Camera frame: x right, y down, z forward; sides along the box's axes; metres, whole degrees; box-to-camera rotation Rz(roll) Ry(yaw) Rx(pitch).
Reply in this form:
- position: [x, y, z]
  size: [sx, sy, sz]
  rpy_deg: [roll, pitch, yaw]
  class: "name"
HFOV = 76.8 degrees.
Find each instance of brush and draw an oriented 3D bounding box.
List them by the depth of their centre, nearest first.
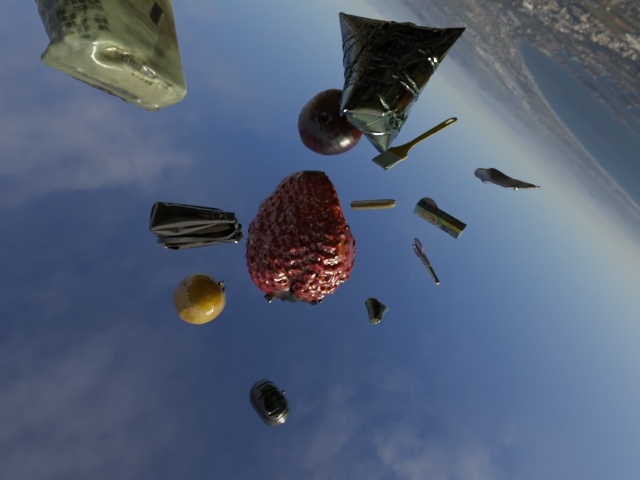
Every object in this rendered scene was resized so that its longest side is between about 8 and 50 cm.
- position: [0.216, -0.222, 0.902]
  size: [0.011, 0.205, 0.083]
  rpy_deg: [58, -179, -29]
  class: "brush"

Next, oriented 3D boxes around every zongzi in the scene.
- position: [0.136, -0.484, 1.123]
  size: [0.362, 0.383, 0.319]
  rpy_deg: [33, -178, 23]
  class: "zongzi"
- position: [0.215, 0.264, 1.435]
  size: [0.113, 0.052, 0.104]
  rpy_deg: [30, -145, -28]
  class: "zongzi"

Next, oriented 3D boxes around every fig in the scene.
- position: [0.040, -0.407, 1.423]
  size: [0.235, 0.235, 0.214]
  rpy_deg: [51, 168, 13]
  class: "fig"

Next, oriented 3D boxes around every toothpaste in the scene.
- position: [0.442, -0.088, 1.491]
  size: [0.193, 0.070, 0.044]
  rpy_deg: [34, -124, 19]
  class: "toothpaste"
- position: [0.676, -0.228, 1.515]
  size: [0.068, 0.099, 0.282]
  rpy_deg: [60, 177, -24]
  class: "toothpaste"

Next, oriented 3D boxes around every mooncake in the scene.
- position: [-0.357, -0.363, 0.682]
  size: [0.250, 0.136, 0.254]
  rpy_deg: [0, -103, -69]
  class: "mooncake"

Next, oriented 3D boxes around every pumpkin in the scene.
- position: [-0.204, 0.659, 1.649]
  size: [0.140, 0.202, 0.202]
  rpy_deg: [-34, -104, -19]
  class: "pumpkin"

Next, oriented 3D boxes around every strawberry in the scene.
- position: [-0.053, -0.001, 0.920]
  size: [0.261, 0.261, 0.257]
  rpy_deg: [-103, -6, -46]
  class: "strawberry"

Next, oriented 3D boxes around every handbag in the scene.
- position: [-0.375, -0.037, 1.262]
  size: [0.257, 0.285, 0.113]
  rpy_deg: [-2, -102, -7]
  class: "handbag"

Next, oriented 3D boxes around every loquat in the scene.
- position: [-0.463, 0.222, 1.564]
  size: [0.208, 0.208, 0.208]
  rpy_deg: [33, -151, -21]
  class: "loquat"

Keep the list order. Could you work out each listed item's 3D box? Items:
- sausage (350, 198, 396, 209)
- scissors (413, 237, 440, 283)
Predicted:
- position: [0.125, -0.086, 0.959]
  size: [0.024, 0.132, 0.024]
  rpy_deg: [-3, -86, -43]
  class: "sausage"
- position: [0.365, 0.074, 1.397]
  size: [0.085, 0.022, 0.176]
  rpy_deg: [82, 166, -61]
  class: "scissors"
